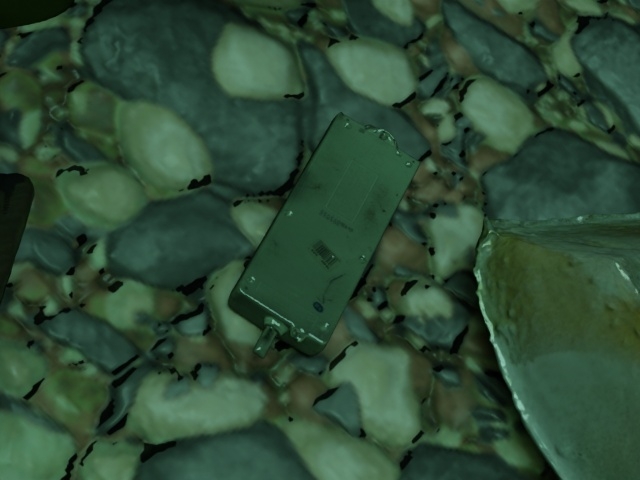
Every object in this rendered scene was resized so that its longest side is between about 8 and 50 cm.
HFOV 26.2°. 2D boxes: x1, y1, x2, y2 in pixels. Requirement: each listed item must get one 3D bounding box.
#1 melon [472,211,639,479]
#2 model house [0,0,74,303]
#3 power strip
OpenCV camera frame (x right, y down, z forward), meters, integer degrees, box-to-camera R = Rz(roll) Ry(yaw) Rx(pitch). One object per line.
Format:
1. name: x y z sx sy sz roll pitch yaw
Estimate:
1. melon: 0.136 0.025 0.629 0.139 0.093 0.202 31 51 4
2. model house: -0.200 0.027 0.440 0.218 0.205 0.279 -5 82 15
3. power strip: 0.000 0.000 0.626 0.051 0.019 0.136 32 57 -6
